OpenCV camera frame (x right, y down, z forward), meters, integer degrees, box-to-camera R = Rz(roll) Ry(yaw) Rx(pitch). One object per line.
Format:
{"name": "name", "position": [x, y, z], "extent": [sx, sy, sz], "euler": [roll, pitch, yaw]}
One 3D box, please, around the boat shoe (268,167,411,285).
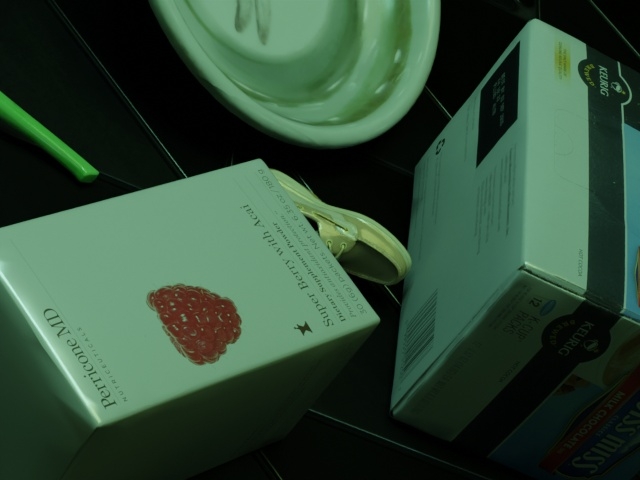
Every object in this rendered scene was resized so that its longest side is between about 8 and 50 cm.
{"name": "boat shoe", "position": [0.000, 0.000, 1.676], "extent": [0.170, 0.063, 0.059], "euler": [28, 42, 4]}

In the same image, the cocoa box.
{"name": "cocoa box", "position": [0.226, 0.018, 1.683], "extent": [0.228, 0.231, 0.347], "euler": [25, 41, -15]}

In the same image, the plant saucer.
{"name": "plant saucer", "position": [-0.051, -0.275, 1.808], "extent": [0.400, 0.100, 0.401], "euler": [14, 69, -40]}

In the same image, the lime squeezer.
{"name": "lime squeezer", "position": [-0.310, -0.175, 1.621], "extent": [0.110, 0.059, 0.310], "euler": [-16, 61, -43]}

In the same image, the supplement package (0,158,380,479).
{"name": "supplement package", "position": [-0.137, 0.080, 1.404], "extent": [0.293, 0.175, 0.177], "euler": [-18, 65, -44]}
